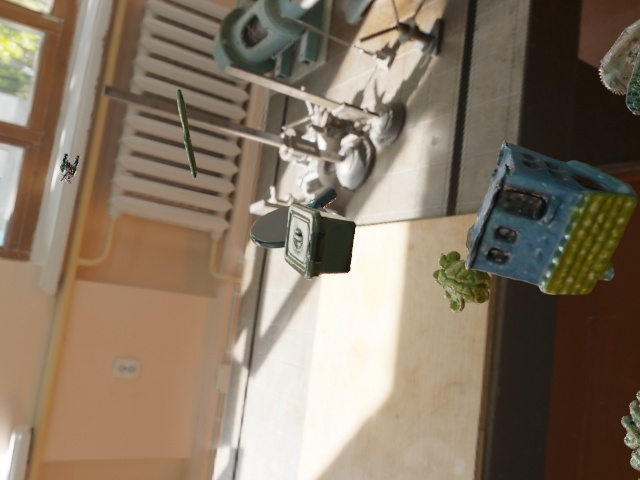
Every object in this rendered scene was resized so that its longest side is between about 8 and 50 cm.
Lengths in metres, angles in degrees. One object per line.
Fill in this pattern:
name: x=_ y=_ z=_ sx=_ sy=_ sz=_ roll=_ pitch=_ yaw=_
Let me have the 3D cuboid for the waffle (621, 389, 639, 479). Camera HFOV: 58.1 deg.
waffle: x=0.825 y=0.487 z=1.289 sx=0.309 sy=0.056 sz=0.292 roll=7 pitch=110 yaw=66

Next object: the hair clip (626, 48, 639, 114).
hair clip: x=0.658 y=-0.356 z=1.148 sx=0.065 sy=0.036 sz=0.229 roll=9 pitch=73 yaw=31

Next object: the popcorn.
popcorn: x=0.378 y=0.106 z=1.506 sx=0.135 sy=0.141 sz=0.163 roll=-37 pitch=46 yaw=50

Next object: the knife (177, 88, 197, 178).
knife: x=-0.410 y=-0.321 z=1.766 sx=0.043 sy=0.019 sz=0.293 roll=-79 pitch=-11 yaw=-53

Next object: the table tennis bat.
table tennis bat: x=-0.064 y=-0.066 z=1.671 sx=0.215 sy=0.329 sz=0.044 roll=12 pitch=127 yaw=37

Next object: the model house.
model house: x=0.462 y=-0.033 z=1.161 sx=0.216 sy=0.302 sz=0.237 roll=-69 pitch=-6 yaw=-62

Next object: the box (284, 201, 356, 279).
box: x=0.000 y=0.000 z=1.062 sx=0.172 sy=0.092 sz=0.124 roll=-148 pitch=64 yaw=-69

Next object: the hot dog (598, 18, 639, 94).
hot dog: x=0.877 y=-0.522 z=1.561 sx=0.268 sy=0.075 sz=0.144 roll=-49 pitch=65 yaw=35

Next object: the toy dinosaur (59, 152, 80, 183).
toy dinosaur: x=-0.681 y=-0.194 z=1.560 sx=0.197 sy=0.045 sz=0.080 roll=167 pitch=112 yaw=-66
